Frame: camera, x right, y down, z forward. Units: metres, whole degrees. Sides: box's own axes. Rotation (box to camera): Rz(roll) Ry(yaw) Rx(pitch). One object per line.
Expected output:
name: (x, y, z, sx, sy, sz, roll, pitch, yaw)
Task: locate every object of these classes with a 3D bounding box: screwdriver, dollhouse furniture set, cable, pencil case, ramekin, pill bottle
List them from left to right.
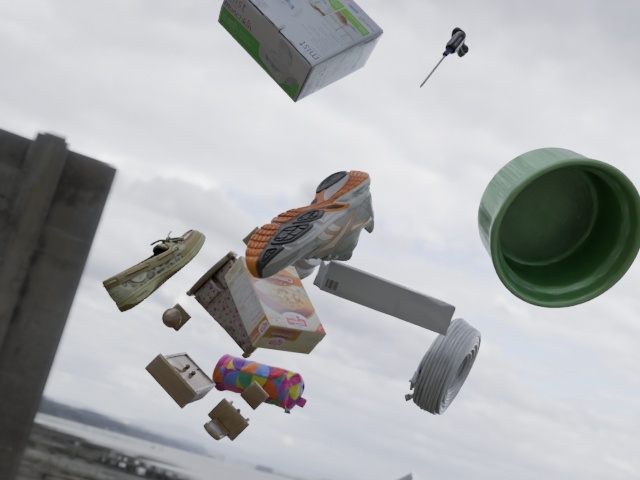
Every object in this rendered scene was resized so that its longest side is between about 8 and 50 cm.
dollhouse furniture set: (-0.171, 0.195, 1.923, 0.303, 0.355, 0.174, 46, 4, 8)
pencil case: (-0.152, 0.352, 2.263, 0.236, 0.104, 0.104, 13, -14, 29)
pill bottle: (-0.075, 0.055, 2.419, 0.112, 0.112, 0.187, 23, -32, -29)
screwdriver: (0.208, -0.314, 1.582, 0.024, 0.170, 0.025, 6, -51, 37)
cable: (0.325, 0.323, 2.349, 0.089, 0.257, 0.257, 27, -4, 22)
ramekin: (0.454, -0.034, 1.777, 0.303, 0.303, 0.148, 19, 18, -17)

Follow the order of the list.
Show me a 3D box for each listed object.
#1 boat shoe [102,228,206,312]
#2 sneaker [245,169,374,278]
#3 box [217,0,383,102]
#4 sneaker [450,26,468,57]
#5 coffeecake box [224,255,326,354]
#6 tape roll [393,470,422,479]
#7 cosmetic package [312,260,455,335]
boat shoe: (-0.375, 0.049, 2.108, 0.104, 0.285, 0.089, -24, -73, 48)
sneaker: (0.000, 0.000, 1.412, 0.099, 0.262, 0.121, 12, -50, 47)
box: (-0.043, -0.460, 1.956, 0.262, 0.231, 0.127, 47, -35, 11)
sneaker: (0.323, -0.477, 2.183, 0.044, 0.040, 0.109, 52, -1, 23)
coffeecake box: (-0.090, 0.128, 1.808, 0.142, 0.185, 0.068, 14, -54, -40)
tape roll: (0.265, 0.733, 2.452, 0.072, 0.219, 0.219, -28, -26, 8)
cosmetic package: (0.111, 0.097, 1.624, 0.239, 0.060, 0.099, 21, -2, -8)
